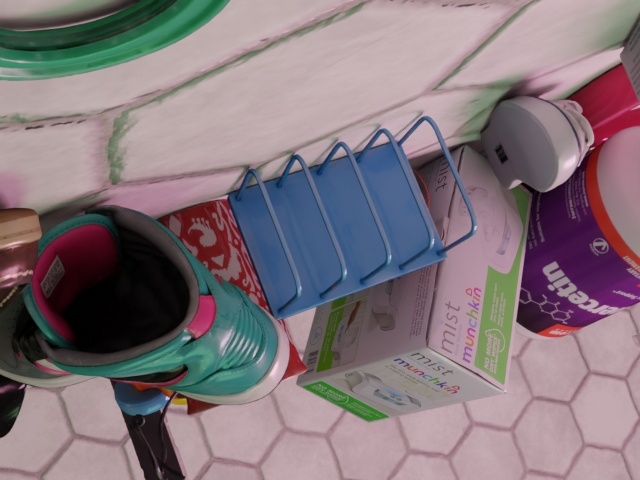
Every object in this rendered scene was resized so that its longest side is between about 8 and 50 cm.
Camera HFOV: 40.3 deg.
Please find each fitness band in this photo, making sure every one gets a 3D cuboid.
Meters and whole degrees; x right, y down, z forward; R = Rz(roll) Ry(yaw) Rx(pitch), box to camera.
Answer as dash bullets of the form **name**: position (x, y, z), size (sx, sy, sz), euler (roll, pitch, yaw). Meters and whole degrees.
- **fitness band**: position (0.366, -0.162, 0.944), size (0.209, 0.054, 0.291), euler (-19, 173, -14)

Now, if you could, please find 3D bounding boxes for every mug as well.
- **mug**: position (-0.100, 0.062, 0.804), size (0.113, 0.169, 0.150), euler (-19, 175, -21)

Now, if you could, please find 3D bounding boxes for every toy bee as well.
- **toy bee**: position (-0.153, 0.122, 0.934), size (0.162, 0.298, 0.195), euler (-27, 145, -18)

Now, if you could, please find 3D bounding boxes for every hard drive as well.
- **hard drive**: position (-0.281, 0.278, 1.391), size (0.064, 0.339, 0.237), euler (-19, 174, -14)

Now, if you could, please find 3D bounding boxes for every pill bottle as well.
- **pill bottle**: position (0.312, 0.010, 1.064), size (0.181, 0.181, 0.323), euler (-17, 165, -36)

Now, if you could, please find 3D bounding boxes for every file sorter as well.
- **file sorter**: position (0.026, -0.022, 0.735), size (0.170, 0.118, 0.104), euler (-19, 171, -17)

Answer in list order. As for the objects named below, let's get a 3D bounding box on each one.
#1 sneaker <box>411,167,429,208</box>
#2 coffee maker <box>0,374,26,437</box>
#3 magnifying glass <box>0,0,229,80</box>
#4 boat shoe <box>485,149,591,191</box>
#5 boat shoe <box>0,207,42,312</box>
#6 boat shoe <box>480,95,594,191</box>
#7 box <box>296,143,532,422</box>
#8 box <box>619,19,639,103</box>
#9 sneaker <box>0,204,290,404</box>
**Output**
- **sneaker**: position (0.000, 0.000, 0.944), size (0.276, 0.098, 0.135), euler (-24, 172, 19)
- **coffee maker**: position (-0.407, 0.189, 0.925), size (0.120, 0.171, 0.178), euler (-42, 167, 26)
- **magnifying glass**: position (-0.117, -0.066, 0.233), size (0.231, 0.026, 0.092), euler (-14, 172, -46)
- **boat shoe**: position (0.259, -0.092, 1.155), size (0.207, 0.073, 0.073), euler (-19, -142, 33)
- **boat shoe**: position (-0.263, 0.075, 0.569), size (0.123, 0.123, 0.342), euler (-15, 173, -46)
- **boat shoe**: position (0.218, -0.104, 0.847), size (0.084, 0.095, 0.258), euler (-25, -175, 2)
- **box**: position (0.109, 0.054, 1.019), size (0.127, 0.262, 0.231), euler (32, 145, -25)
- **box**: position (0.307, -0.118, 0.698), size (0.072, 0.137, 0.126), euler (-22, 174, 10)
- **sneaker**: position (-0.186, 0.051, 0.658), size (0.295, 0.124, 0.178), euler (3, 154, 19)
